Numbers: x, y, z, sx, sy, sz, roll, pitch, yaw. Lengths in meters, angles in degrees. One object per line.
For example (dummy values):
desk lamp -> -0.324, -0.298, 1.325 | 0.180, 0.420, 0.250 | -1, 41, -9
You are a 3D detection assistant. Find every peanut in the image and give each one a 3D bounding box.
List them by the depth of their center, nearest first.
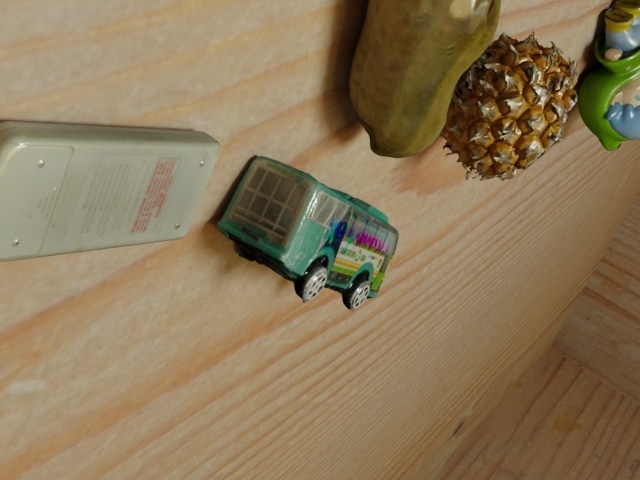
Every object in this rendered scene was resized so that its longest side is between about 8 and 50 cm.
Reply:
peanut -> 0.088, -0.166, 0.671 | 0.120, 0.110, 0.236 | -53, 162, -39

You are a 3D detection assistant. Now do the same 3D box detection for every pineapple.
pineapple -> 0.185, -0.167, 0.856 | 0.176, 0.136, 0.161 | -56, -160, 3

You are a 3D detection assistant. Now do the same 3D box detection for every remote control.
remote control -> -0.144, -0.033, 0.502 | 0.190, 0.029, 0.088 | -11, 131, -58

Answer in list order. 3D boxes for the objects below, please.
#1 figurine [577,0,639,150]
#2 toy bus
figurine -> 0.513, -0.280, 1.295 | 0.162, 0.143, 0.263 | -51, 140, -28
toy bus -> 0.000, 0.000, 0.748 | 0.109, 0.091, 0.261 | -64, 157, 2
